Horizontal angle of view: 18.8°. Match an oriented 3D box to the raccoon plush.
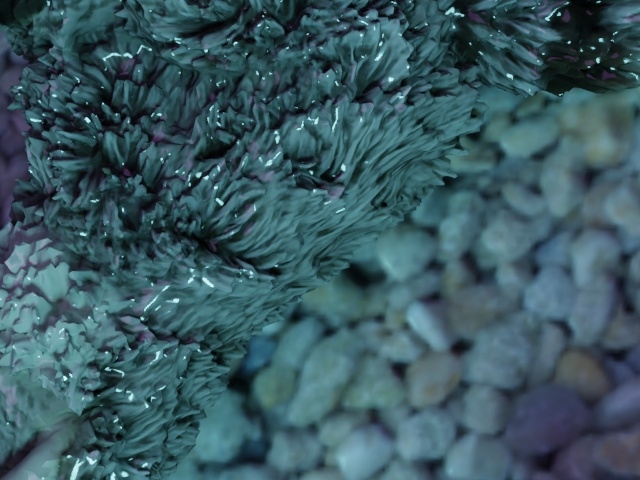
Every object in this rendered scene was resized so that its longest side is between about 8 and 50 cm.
[{"bbox_3d":[0.000,0.000,0.911,0.447,0.216,0.299,-7,74,22],"label":"raccoon plush"}]
